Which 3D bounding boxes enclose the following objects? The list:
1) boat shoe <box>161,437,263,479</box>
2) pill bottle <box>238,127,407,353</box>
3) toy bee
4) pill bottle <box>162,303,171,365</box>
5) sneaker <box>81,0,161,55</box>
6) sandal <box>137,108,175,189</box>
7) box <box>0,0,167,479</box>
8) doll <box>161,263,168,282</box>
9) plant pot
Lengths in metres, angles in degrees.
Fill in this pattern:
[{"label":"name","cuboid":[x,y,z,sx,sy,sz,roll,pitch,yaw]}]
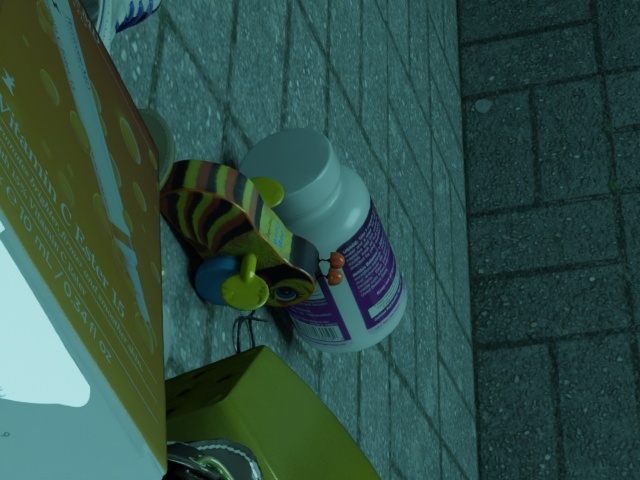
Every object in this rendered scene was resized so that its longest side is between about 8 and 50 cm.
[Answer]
[{"label":"boat shoe","cuboid":[-0.104,0.183,0.754,0.116,0.097,0.324,66,22,7]},{"label":"pill bottle","cuboid":[0.000,0.000,1.611,0.301,0.169,0.169,66,22,-44]},{"label":"toy bee","cuboid":[-0.061,0.011,1.415,0.298,0.162,0.195,48,35,-61]},{"label":"pill bottle","cuboid":[-0.210,0.126,0.872,0.264,0.146,0.146,-69,146,-58]},{"label":"sneaker","cuboid":[-0.207,-0.218,1.091,0.182,0.128,0.315,45,38,-61]},{"label":"sandal","cuboid":[-0.197,-0.062,1.117,0.079,0.088,0.240,73,22,-47]},{"label":"box","cuboid":[-0.208,-0.022,0.707,0.345,0.168,0.215,-103,171,-56]},{"label":"doll","cuboid":[-0.173,0.023,0.860,0.189,0.129,0.046,-105,-174,-57]},{"label":"plant pot","cuboid":[-0.092,0.225,1.155,0.187,0.212,0.212,65,19,-10]}]
